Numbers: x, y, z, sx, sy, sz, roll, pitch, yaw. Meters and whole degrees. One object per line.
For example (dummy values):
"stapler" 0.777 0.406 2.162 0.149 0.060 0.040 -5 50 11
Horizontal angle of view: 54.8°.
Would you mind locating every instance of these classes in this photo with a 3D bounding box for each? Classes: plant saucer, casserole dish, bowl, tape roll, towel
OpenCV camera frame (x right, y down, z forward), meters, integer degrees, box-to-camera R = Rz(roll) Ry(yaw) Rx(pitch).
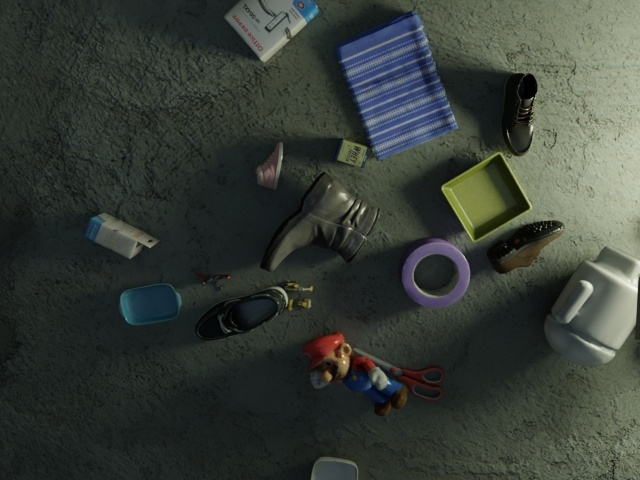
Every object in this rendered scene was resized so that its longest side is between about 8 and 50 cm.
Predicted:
"plant saucer" 0.454 -0.121 1.710 0.188 0.045 0.188 -31 99 8
"casserole dish" -0.497 0.184 1.816 0.188 0.037 0.114 -10 101 5
"bowl" 0.041 0.727 1.896 0.142 0.053 0.142 7 103 1
"tape roll" 0.319 0.090 1.741 0.189 0.080 0.189 1 101 3
"towel" 0.204 -0.413 1.664 0.243 0.040 0.336 -21 100 7

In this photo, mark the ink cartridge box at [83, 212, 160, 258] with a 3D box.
"ink cartridge box" -0.558 -0.006 1.744 0.181 0.104 0.061 26 102 -3

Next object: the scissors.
"scissors" 0.229 0.400 1.837 0.297 0.021 0.109 13 103 -2

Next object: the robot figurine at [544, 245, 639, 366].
"robot figurine" 0.749 0.194 1.683 0.300 0.200 0.353 21 103 -35

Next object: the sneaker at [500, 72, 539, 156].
"sneaker" 0.526 -0.328 1.627 0.083 0.118 0.222 -7 101 4

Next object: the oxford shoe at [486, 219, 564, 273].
"oxford shoe" 0.579 0.019 1.727 0.227 0.083 0.096 -28 121 6

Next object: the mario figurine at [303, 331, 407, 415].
"mario figurine" 0.081 0.402 1.771 0.320 0.170 0.198 35 103 -6

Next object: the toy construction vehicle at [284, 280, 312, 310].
"toy construction vehicle" -0.075 0.164 1.794 0.098 0.035 0.086 7 102 1

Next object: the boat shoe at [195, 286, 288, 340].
"boat shoe" -0.240 0.216 1.772 0.302 0.091 0.114 -28 94 14

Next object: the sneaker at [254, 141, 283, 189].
"sneaker" -0.144 -0.211 1.712 0.070 0.051 0.134 11 106 -5

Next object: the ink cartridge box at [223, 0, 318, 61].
"ink cartridge box" -0.127 -0.591 1.617 0.203 0.086 0.148 -41 97 9

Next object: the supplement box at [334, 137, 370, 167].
"supplement box" 0.085 -0.238 1.681 0.083 0.083 0.056 18 103 -2

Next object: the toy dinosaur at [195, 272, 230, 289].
"toy dinosaur" -0.307 0.109 1.792 0.082 0.047 0.090 -33 88 -10

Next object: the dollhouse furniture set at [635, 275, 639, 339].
"dollhouse furniture set" 0.970 0.135 1.536 0.256 0.394 0.362 6 104 39

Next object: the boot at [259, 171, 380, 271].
"boot" 0.000 0.000 1.723 0.222 0.118 0.338 36 105 -10
